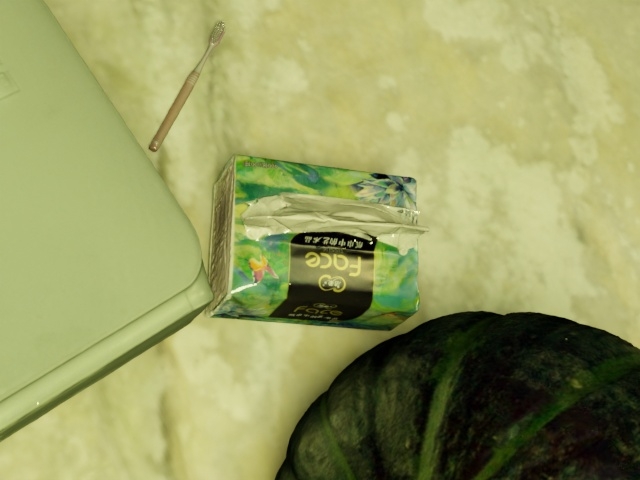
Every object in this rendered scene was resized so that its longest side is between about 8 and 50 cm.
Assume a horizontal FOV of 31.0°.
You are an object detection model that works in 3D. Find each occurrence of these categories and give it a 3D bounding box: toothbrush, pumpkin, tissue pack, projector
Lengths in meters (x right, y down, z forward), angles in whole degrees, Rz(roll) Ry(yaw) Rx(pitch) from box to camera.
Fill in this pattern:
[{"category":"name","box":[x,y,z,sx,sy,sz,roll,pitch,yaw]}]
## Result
[{"category":"toothbrush","box":[-0.078,-0.092,0.684,0.006,0.008,0.097,23,67,4]},{"category":"pumpkin","box":[0.091,0.162,0.562,0.250,0.216,0.250,-9,64,18]},{"category":"tissue pack","box":[-0.001,0.000,0.643,0.111,0.079,0.085,7,70,-18]},{"category":"projector","box":[-0.202,-0.020,0.563,0.198,0.108,0.250,-33,87,-26]}]
